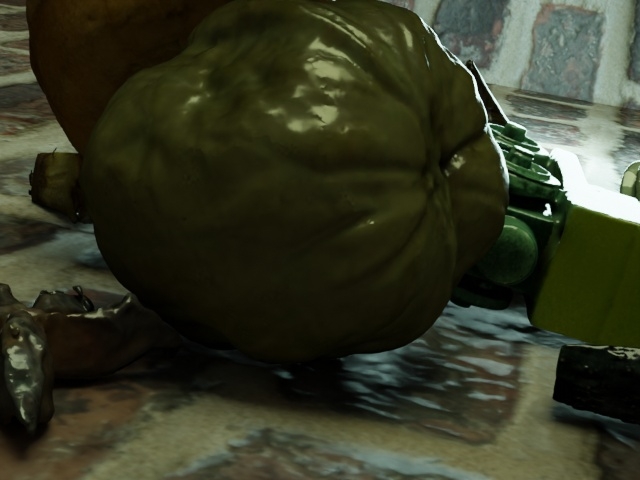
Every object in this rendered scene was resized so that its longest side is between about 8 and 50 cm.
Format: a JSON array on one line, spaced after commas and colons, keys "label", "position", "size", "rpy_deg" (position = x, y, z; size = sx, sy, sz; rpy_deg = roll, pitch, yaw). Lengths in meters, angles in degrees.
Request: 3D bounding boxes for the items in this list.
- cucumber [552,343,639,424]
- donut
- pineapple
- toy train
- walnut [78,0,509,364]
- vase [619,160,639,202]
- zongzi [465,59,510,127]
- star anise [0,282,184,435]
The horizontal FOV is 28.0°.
[{"label": "cucumber", "position": [0.267, 0.117, 0.896], "size": [0.211, 0.062, 0.078], "rpy_deg": [4, -20, 4]}, {"label": "donut", "position": [-0.107, -0.166, 1.119], "size": [0.317, 0.299, 0.150], "rpy_deg": [28, 37, -50]}, {"label": "pineapple", "position": [-0.231, -0.054, 1.255], "size": [0.116, 0.069, 0.137], "rpy_deg": [6, 4, 11]}, {"label": "toy train", "position": [0.223, -0.011, 1.209], "size": [0.237, 0.150, 0.369], "rpy_deg": [19, 15, 3]}, {"label": "walnut", "position": [-0.015, -0.046, 0.924], "size": [0.277, 0.282, 0.253], "rpy_deg": [14, -31, 45]}, {"label": "vase", "position": [0.476, -0.054, 1.320], "size": [0.321, 0.173, 0.173], "rpy_deg": [-9, -2, 43]}, {"label": "zongzi", "position": [0.233, -0.098, 1.450], "size": [0.187, 0.184, 0.084], "rpy_deg": [15, 17, 24]}, {"label": "star anise", "position": [-0.201, 0.059, 0.798], "size": [0.171, 0.063, 0.208], "rpy_deg": [13, 14, 20]}]
